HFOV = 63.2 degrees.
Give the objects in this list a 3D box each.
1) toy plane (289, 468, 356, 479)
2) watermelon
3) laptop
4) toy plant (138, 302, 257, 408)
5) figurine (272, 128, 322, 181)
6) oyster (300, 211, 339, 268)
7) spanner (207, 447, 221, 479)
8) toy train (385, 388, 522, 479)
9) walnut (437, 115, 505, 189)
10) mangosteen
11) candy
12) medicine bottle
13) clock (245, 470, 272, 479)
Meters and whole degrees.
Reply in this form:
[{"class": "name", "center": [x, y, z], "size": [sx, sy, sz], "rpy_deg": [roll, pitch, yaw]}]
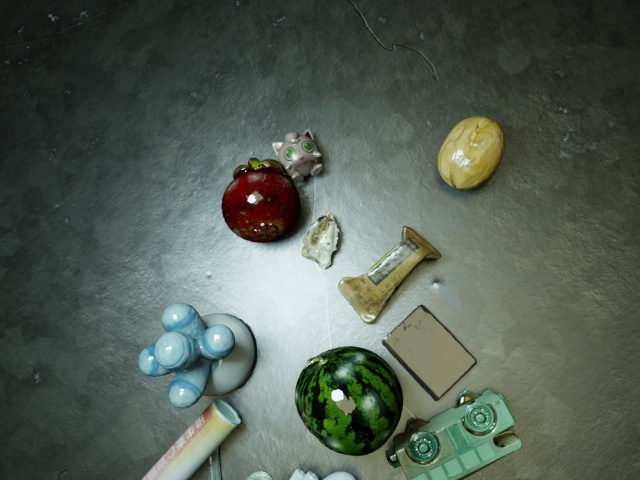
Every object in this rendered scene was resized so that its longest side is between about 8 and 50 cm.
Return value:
[{"class": "toy plane", "center": [0.000, 0.689, 1.272], "size": [0.266, 0.122, 0.267], "rpy_deg": [-1, 77, 6]}, {"class": "watermelon", "center": [0.070, 0.379, 1.247], "size": [0.268, 0.269, 0.269], "rpy_deg": [-2, 79, 8]}, {"class": "laptop", "center": [0.283, 0.290, 1.356], "size": [0.154, 0.026, 0.207], "rpy_deg": [-43, 77, -3]}, {"class": "toy plant", "center": [-0.310, 0.280, 1.288], "size": [0.247, 0.332, 0.247], "rpy_deg": [-2, 78, 10]}, {"class": "figurine", "center": [-0.060, -0.238, 1.456], "size": [0.125, 0.125, 0.138], "rpy_deg": [-23, 75, 3]}, {"class": "oyster", "center": [0.008, -0.006, 1.438], "size": [0.103, 0.051, 0.148], "rpy_deg": [27, 99, 9]}, {"class": "spanner", "center": [-0.279, 0.649, 1.372], "size": [0.071, 0.017, 0.302], "rpy_deg": [-9, 79, 6]}, {"class": "toy train", "center": [0.321, 0.486, 1.261], "size": [0.326, 0.129, 0.159], "rpy_deg": [-28, 82, 2]}, {"class": "walnut", "center": [0.400, -0.232, 1.375], "size": [0.159, 0.159, 0.207], "rpy_deg": [26, 85, 12]}, {"class": "mangosteen", "center": [-0.163, -0.121, 1.416], "size": [0.215, 0.215, 0.258], "rpy_deg": [-13, 55, 6]}, {"class": "candy", "center": [0.175, 0.085, 1.376], "size": [0.271, 0.101, 0.143], "rpy_deg": [-45, 82, 4]}, {"class": "medicine bottle", "center": [-0.383, 0.594, 1.344], "size": [0.108, 0.108, 0.426], "rpy_deg": [42, 89, 13]}, {"class": "clock", "center": [-0.161, 0.643, 1.358], "size": [0.083, 0.010, 0.074], "rpy_deg": [-31, 76, 1]}]
